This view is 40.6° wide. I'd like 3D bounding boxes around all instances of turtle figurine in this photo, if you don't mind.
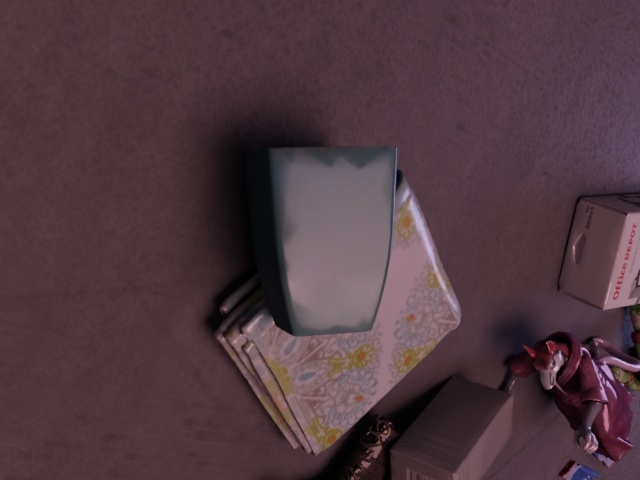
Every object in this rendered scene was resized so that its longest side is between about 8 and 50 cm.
[{"bbox_3d":[0.720,0.278,1.836,0.274,0.197,0.267,-17,111,-44],"label":"turtle figurine"}]

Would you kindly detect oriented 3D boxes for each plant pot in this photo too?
[{"bbox_3d":[0.000,0.000,1.125,0.165,0.165,0.235,-3,93,-16],"label":"plant pot"}]

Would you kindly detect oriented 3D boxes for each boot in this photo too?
[{"bbox_3d":[0.042,0.390,1.447,0.229,0.091,0.263,-56,141,-6],"label":"boot"}]

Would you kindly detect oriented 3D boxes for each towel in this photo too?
[{"bbox_3d":[0.040,0.116,1.328,0.374,0.090,0.321,-40,130,-18],"label":"towel"}]

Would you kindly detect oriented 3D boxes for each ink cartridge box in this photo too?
[{"bbox_3d":[0.616,0.016,1.706,0.272,0.114,0.199,-5,112,-36],"label":"ink cartridge box"}]

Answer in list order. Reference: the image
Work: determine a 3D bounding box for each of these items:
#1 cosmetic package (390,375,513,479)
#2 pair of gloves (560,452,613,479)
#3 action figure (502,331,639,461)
[{"bbox_3d":[0.232,0.348,1.500,0.238,0.127,0.107,-33,127,-45],"label":"cosmetic package"},{"bbox_3d":[0.625,0.509,1.981,0.198,0.023,0.159,-49,130,-10],"label":"pair of gloves"},{"bbox_3d":[0.498,0.262,1.633,0.276,0.248,0.370,-52,133,-9],"label":"action figure"}]
